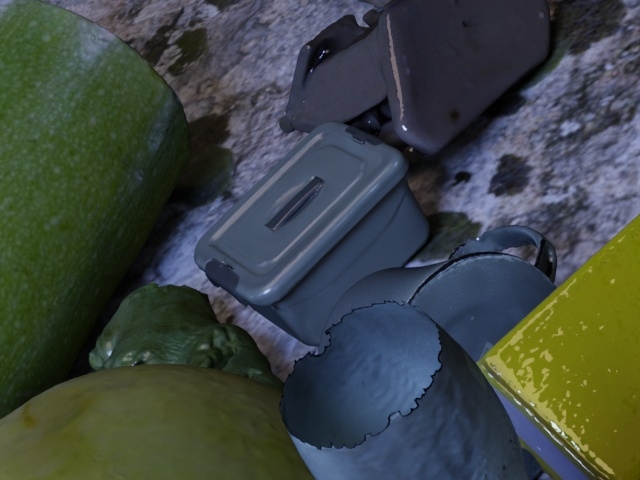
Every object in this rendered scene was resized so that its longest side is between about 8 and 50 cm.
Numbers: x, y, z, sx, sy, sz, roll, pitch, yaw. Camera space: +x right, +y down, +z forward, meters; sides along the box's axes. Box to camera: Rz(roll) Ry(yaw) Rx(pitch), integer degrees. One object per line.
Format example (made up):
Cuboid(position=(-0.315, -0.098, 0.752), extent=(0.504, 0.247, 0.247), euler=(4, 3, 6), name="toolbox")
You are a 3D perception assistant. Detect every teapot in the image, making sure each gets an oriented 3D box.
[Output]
Cuboid(position=(0.073, 0.078, 1.066), extent=(0.239, 0.162, 0.149), euler=(-51, 26, -21), name="teapot")

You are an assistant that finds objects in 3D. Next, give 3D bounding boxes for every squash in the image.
Cuboid(position=(-0.300, 0.006, 1.352), extent=(0.263, 0.263, 0.384), euler=(-4, 46, 37), name="squash")

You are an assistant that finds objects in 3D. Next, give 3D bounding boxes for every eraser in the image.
Cuboid(position=(0.222, 0.069, 0.960), extent=(0.226, 0.069, 0.158), euler=(-41, 66, -11), name="eraser")

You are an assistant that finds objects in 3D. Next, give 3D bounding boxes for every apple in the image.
Cuboid(position=(-0.089, 0.216, 0.897), extent=(0.292, 0.292, 0.254), euler=(-37, 13, -3), name="apple")

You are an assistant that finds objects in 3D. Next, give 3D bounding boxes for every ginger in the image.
Cuboid(position=(-0.101, 0.117, 1.195), extent=(0.137, 0.089, 0.290), euler=(-8, 24, -28), name="ginger")

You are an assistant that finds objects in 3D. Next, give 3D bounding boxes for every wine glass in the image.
Cuboid(position=(0.156, 0.109, 0.807), extent=(0.264, 0.309, 0.096), euler=(-37, 35, -4), name="wine glass")

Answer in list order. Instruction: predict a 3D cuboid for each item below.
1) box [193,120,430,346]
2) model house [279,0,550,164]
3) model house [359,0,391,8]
Cuboid(position=(0.000, 0.000, 1.252), extent=(0.172, 0.093, 0.124), euler=(-44, 36, -11), name="box")
Cuboid(position=(0.070, -0.152, 1.357), extent=(0.188, 0.122, 0.229), euler=(-13, 25, 48), name="model house")
Cuboid(position=(0.055, -0.496, 1.528), extent=(0.445, 0.400, 0.395), euler=(18, 63, 50), name="model house")
